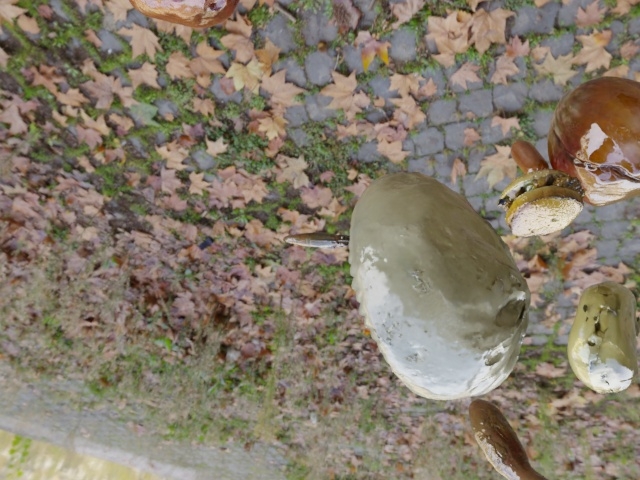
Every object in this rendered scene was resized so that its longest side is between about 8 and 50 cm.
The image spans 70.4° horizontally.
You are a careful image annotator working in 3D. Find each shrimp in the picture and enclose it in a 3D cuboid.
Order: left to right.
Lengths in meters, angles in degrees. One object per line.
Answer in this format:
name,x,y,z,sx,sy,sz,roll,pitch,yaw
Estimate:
shrimp,0.000,-0.002,1.497,0.250,0.052,0.143,7,-177,20

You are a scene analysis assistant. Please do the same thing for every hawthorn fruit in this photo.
hawthorn fruit,-0.177,-0.362,0.591,0.173,0.174,0.179,36,136,-25

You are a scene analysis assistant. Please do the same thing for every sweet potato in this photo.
sweet potato,0.469,0.532,1.121,0.109,0.385,0.109,-5,113,-12

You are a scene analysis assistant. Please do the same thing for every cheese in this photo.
cheese,0.640,0.214,1.025,0.128,0.260,0.315,-2,164,37

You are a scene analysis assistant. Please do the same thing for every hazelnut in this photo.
hazelnut,0.802,-0.274,1.255,0.315,0.372,0.372,-30,137,-15

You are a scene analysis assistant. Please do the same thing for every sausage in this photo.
sausage,0.674,-0.262,1.468,0.076,0.198,0.076,0,128,0

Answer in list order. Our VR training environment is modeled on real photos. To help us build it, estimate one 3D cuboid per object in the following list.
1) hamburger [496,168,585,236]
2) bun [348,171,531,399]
hamburger,0.549,-0.100,1.120,0.181,0.118,0.191,9,150,-21
bun,0.178,0.049,0.700,0.234,0.362,0.326,-23,147,23
